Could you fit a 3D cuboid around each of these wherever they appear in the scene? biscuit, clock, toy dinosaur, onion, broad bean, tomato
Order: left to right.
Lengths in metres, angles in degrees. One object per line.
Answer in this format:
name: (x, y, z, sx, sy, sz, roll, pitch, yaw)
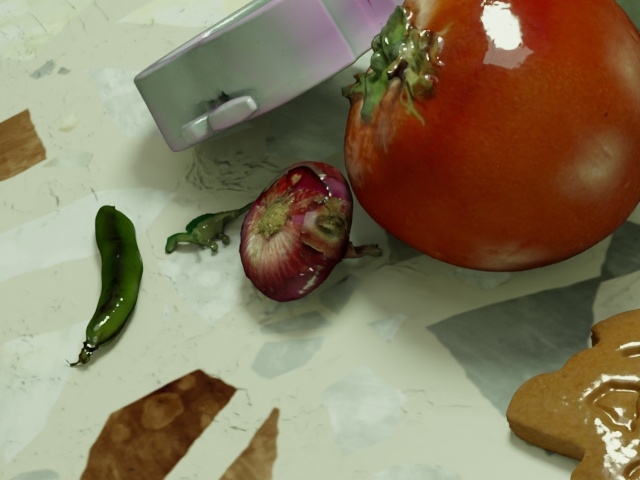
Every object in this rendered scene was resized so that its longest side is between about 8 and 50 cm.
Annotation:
broad bean: (-0.223, 0.038, 1.574, 0.069, 0.039, 0.227, -9, 42, 13)
toy dinosaur: (-0.116, -0.021, 1.624, 0.119, 0.029, 0.060, -39, 37, -26)
clock: (-0.050, -0.218, 1.643, 0.338, 0.102, 0.338, -30, 10, 6)
onion: (0.000, 0.000, 1.526, 0.150, 0.140, 0.150, -34, 44, 41)
tomato: (0.188, -0.122, 1.467, 0.321, 0.321, 0.321, -7, 42, 6)
biscuit: (0.327, 0.168, 1.294, 0.284, 0.043, 0.306, -19, 42, -6)

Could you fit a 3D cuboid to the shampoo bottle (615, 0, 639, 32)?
shampoo bottle: (0.375, -0.409, 1.701, 0.322, 0.322, 0.317, 20, 60, 31)
